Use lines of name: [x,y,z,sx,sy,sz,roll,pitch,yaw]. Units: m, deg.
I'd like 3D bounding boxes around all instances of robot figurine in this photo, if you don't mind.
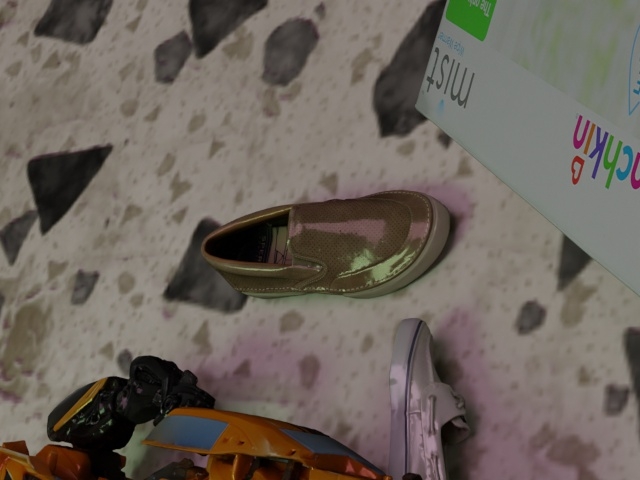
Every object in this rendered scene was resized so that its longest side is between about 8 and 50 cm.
robot figurine: [-0.068,0.159,0.785,0.291,0.085,0.211,3,81,46]

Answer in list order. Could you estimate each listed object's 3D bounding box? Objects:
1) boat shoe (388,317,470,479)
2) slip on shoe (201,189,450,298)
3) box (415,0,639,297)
boat shoe: [0.050,0.081,0.774,0.035,0.035,0.100,-4,61,13]
slip on shoe: [0.000,0.000,0.851,0.135,0.041,0.051,-6,65,40]
box: [0.155,-0.107,0.606,0.262,0.127,0.231,-126,51,-67]
